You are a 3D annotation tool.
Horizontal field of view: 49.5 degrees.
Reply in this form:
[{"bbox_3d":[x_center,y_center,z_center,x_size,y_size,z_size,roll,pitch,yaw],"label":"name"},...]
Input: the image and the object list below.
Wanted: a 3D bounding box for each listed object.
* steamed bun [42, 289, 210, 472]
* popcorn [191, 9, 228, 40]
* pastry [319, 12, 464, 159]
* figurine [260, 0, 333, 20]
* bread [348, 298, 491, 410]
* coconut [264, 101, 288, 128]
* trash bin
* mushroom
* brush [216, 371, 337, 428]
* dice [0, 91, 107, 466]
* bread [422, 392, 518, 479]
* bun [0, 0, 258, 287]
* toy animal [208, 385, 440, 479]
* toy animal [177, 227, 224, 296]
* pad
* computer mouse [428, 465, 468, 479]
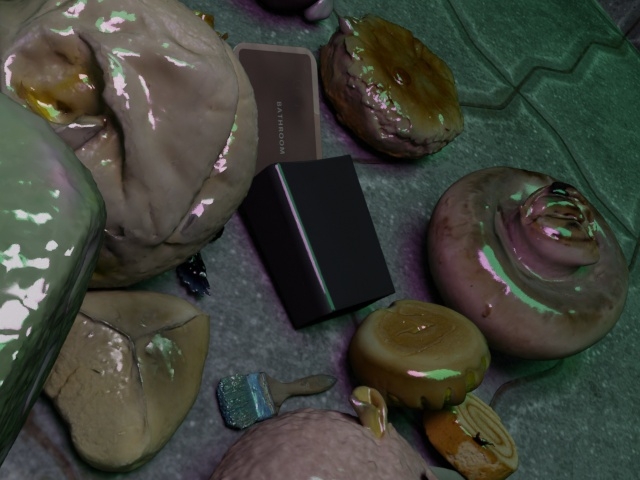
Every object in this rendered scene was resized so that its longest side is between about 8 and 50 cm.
[{"bbox_3d":[-0.210,0.145,0.786,0.231,0.110,0.212,2,59,-34],"label":"steamed bun"},{"bbox_3d":[-0.212,-0.215,0.981,0.218,0.189,0.169,40,41,-10],"label":"popcorn"},{"bbox_3d":[0.138,-0.289,1.349,0.330,0.136,0.329,22,48,-27],"label":"pastry"},{"bbox_3d":[-0.139,-0.574,1.346,0.365,0.206,0.218,20,21,6],"label":"figurine"},{"bbox_3d":[0.146,0.172,1.020,0.214,0.104,0.213,4,25,-2],"label":"bread"},{"bbox_3d":[-0.091,-0.195,1.145,0.082,0.083,0.081,58,5,38],"label":"coconut"},{"bbox_3d":[0.000,0.000,1.038,0.165,0.115,0.225,-12,75,-42],"label":"trash bin"},{"bbox_3d":[0.364,0.018,1.179,0.362,0.294,0.362,12,53,-16],"label":"mushroom"},{"bbox_3d":[-0.049,0.202,0.932,0.196,0.021,0.070,-3,64,-40],"label":"brush"},{"bbox_3d":[-0.376,0.056,0.549,0.318,0.330,0.322,25,51,-12],"label":"dice"},{"bbox_3d":[0.227,0.286,1.033,0.149,0.073,0.122,41,24,-2],"label":"bread"},{"bbox_3d":[-0.240,-0.121,0.776,0.365,0.219,0.365,-2,99,-12],"label":"bun"},{"bbox_3d":[-0.006,0.302,0.774,0.359,0.188,0.226,6,46,-35],"label":"toy animal"},{"bbox_3d":[-0.187,-0.021,0.968,0.108,0.062,0.220,26,43,-47],"label":"toy animal"},{"bbox_3d":[-0.063,-0.177,1.106,0.176,0.002,0.266,-9,98,-42],"label":"pad"},{"bbox_3d":[0.164,0.360,0.963,0.182,0.056,0.089,17,56,-29],"label":"computer mouse"}]
